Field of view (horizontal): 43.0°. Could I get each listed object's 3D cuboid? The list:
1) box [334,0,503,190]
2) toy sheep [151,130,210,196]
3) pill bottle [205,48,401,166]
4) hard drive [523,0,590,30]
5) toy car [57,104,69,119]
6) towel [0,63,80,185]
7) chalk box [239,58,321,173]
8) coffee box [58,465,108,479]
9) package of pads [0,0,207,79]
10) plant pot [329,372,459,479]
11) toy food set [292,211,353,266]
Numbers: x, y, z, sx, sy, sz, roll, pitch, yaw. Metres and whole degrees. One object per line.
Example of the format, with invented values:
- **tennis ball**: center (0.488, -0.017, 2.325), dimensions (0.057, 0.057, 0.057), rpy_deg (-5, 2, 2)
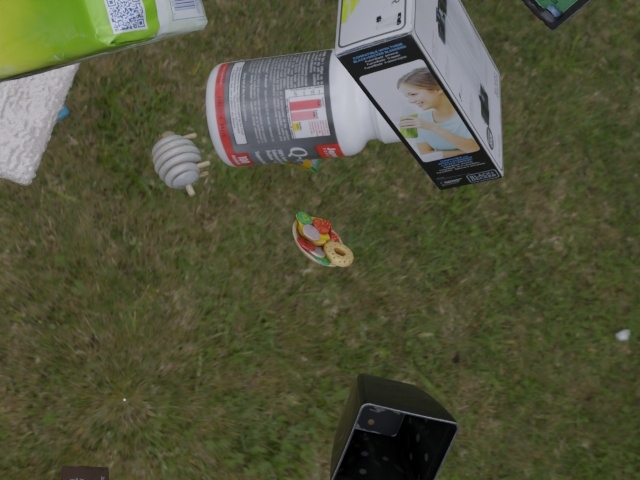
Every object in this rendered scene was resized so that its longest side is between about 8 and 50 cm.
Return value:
- **box**: center (0.124, -0.203, 0.937), dimensions (0.087, 0.290, 0.169), rpy_deg (-10, 60, 27)
- **toy sheep**: center (-0.239, -0.132, 1.383), dimensions (0.091, 0.091, 0.132), rpy_deg (-22, 66, -17)
- **pill bottle**: center (-0.021, -0.261, 1.583), dimensions (0.363, 0.210, 0.210), rpy_deg (-4, 79, 14)
- **hard drive**: center (0.131, -0.339, 0.582), dimensions (0.339, 0.237, 0.064), rpy_deg (43, 64, -3)
- **toy car**: center (-0.738, -0.315, 1.846), dimensions (0.210, 0.238, 0.219), rpy_deg (-41, 105, -42)
- **towel**: center (-0.450, -0.235, 1.155), dimensions (0.187, 0.049, 0.282), rpy_deg (21, 85, -28)
- **chalk box**: center (-0.083, -0.275, 1.902), dimensions (0.180, 0.289, 0.179), rpy_deg (16, 85, 22)
- **coffee box**: center (-0.515, 0.610, 1.702), dimensions (0.098, 0.141, 0.246), rpy_deg (10, 116, -21)
- **package of pads**: center (-0.219, -0.237, 0.580), dimensions (0.101, 0.297, 0.229), rpy_deg (-26, 110, -41)
- **plant pot**: center (0.124, 0.354, 1.520), dimensions (0.188, 0.167, 0.187), rpy_deg (15, 110, -12)
- **toy food set**: center (0.000, 0.000, 1.024), dimensions (0.083, 0.020, 0.083), rpy_deg (10, 45, -38)
